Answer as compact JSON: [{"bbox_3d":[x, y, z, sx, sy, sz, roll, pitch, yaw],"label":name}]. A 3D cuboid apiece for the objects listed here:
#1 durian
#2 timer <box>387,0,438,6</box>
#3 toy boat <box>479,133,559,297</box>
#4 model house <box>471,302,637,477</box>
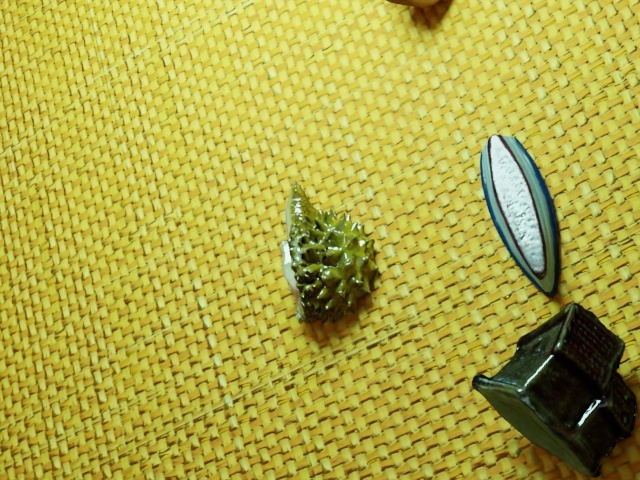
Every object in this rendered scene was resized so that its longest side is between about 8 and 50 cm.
[{"bbox_3d":[-0.010,-0.001,1.669,0.140,0.078,0.224,-32,59,13],"label":"durian"},{"bbox_3d":[0.095,-0.390,1.773,0.152,0.132,0.132,7,71,54],"label":"timer"},{"bbox_3d":[0.251,-0.035,1.568,0.080,0.046,0.229,-21,59,14],"label":"toy boat"},{"bbox_3d":[0.289,0.165,1.439,0.165,0.106,0.152,43,79,-1],"label":"model house"}]
